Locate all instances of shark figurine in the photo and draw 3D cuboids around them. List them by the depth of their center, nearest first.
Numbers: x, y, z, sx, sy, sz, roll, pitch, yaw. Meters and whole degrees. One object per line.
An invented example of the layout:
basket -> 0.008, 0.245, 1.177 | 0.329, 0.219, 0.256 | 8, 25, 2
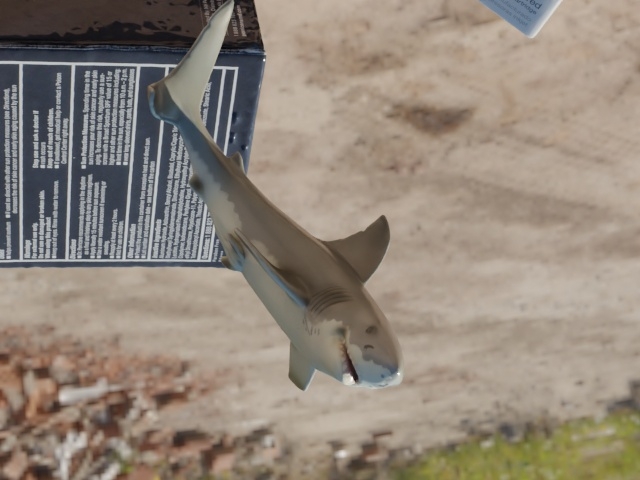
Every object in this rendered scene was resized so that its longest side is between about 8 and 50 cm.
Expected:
shark figurine -> -0.014, -0.012, 0.943 | 0.116, 0.278, 0.166 | -30, 164, -16

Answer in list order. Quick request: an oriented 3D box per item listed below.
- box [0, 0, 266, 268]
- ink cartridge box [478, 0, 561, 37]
box -> -0.224, -0.131, 1.356 | 0.294, 0.183, 0.296 | -1, 137, -13
ink cartridge box -> 0.218, -0.381, 1.412 | 0.211, 0.121, 0.289 | 36, 146, 2
